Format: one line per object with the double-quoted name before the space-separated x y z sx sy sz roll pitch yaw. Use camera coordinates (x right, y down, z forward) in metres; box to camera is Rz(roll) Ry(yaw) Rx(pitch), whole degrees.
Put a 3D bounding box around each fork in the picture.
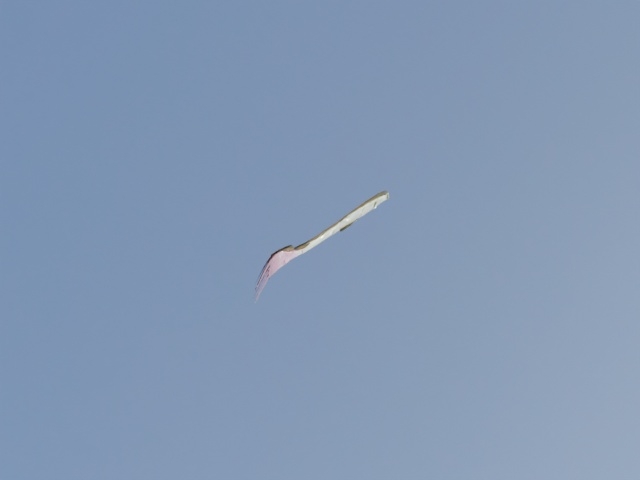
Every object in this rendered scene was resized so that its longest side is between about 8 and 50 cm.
"fork" -0.001 -0.001 0.827 0.012 0.115 0.016 39 -39 19
